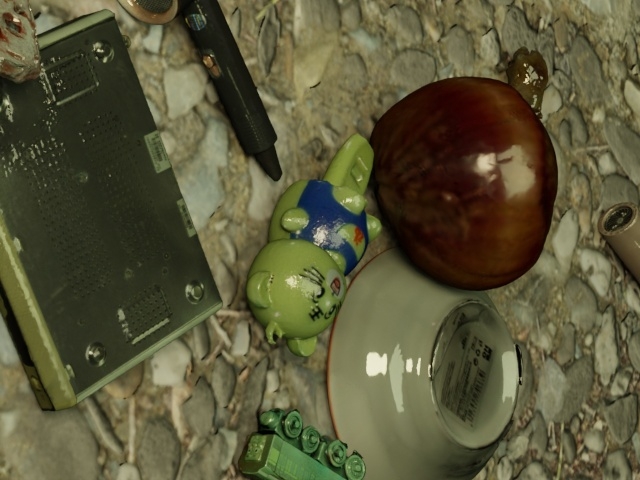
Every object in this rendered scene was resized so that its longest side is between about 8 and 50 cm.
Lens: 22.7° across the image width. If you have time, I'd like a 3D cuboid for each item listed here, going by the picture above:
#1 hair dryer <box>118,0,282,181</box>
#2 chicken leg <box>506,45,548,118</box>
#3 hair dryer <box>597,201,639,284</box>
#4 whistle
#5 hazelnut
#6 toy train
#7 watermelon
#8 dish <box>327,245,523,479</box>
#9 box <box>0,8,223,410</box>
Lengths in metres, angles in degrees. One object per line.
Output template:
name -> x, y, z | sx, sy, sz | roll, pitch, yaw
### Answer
hair dryer -> -0.079, -0.168, 1.379 | 0.128, 0.070, 0.255 | -51, 129, -38
chicken leg -> 0.209, -0.116, 1.680 | 0.085, 0.069, 0.198 | 20, 63, -20
hair dryer -> 0.421, -0.034, 1.901 | 0.195, 0.054, 0.220 | 46, 54, -34
whistle -> 0.000, 0.000, 1.419 | 0.105, 0.085, 0.227 | 56, 49, -40
hazelnut -> 0.136, -0.053, 1.503 | 0.178, 0.178, 0.204 | -13, 94, -47
toy train -> -0.011, 0.202, 1.423 | 0.148, 0.038, 0.071 | 37, 63, -39
watermelon -> -0.263, -0.158, 1.145 | 0.139, 0.071, 0.187 | 47, 47, -7
dish -> 0.123, 0.130, 1.539 | 0.260, 0.085, 0.260 | 7, 81, -47
box -> -0.187, -0.028, 1.250 | 0.211, 0.045, 0.270 | -32, 109, -43
